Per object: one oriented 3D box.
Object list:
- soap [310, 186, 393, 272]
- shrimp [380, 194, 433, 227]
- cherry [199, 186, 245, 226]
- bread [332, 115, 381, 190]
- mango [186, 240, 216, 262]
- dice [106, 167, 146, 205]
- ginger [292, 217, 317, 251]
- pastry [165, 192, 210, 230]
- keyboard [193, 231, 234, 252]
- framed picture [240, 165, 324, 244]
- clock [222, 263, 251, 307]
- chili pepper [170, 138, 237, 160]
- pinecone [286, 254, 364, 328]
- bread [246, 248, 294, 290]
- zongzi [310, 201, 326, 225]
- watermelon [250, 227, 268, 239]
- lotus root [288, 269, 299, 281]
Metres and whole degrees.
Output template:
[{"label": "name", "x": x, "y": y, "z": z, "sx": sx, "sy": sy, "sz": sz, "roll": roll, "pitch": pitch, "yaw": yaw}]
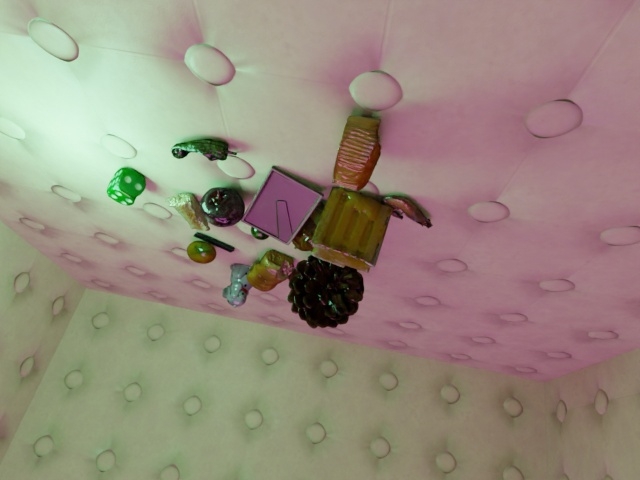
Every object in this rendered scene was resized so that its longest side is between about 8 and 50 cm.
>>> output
[{"label": "soap", "x": 0.122, "y": -0.043, "z": 1.681, "sx": 0.259, "sy": 0.281, "sz": 0.143, "roll": 19, "pitch": 150, "yaw": 6}, {"label": "shrimp", "x": 0.346, "y": -0.111, "z": 1.741, "sx": 0.251, "sy": 0.052, "sz": 0.144, "roll": 35, "pitch": 157, "yaw": -23}, {"label": "cherry", "x": -0.415, "y": -0.141, "z": 1.873, "sx": 0.195, "sy": 0.195, "sz": 0.195, "roll": 10, "pitch": 153, "yaw": 5}, {"label": "bread", "x": 0.120, "y": -0.272, "z": 1.386, "sx": 0.133, "sy": 0.179, "sz": 0.250, "roll": 20, "pitch": 144, "yaw": 5}, {"label": "mango", "x": -0.652, "y": 0.066, "z": 2.402, "sx": 0.152, "sy": 0.120, "sz": 0.221, "roll": 30, "pitch": 163, "yaw": -36}, {"label": "dice", "x": -0.863, "y": -0.239, "z": 1.925, "sx": 0.128, "sy": 0.130, "sz": 0.120, "roll": -12, "pitch": 144, "yaw": 42}, {"label": "ginger", "x": -0.007, "y": -0.006, "z": 1.990, "sx": 0.358, "sy": 0.152, "sz": 0.274, "roll": 28, "pitch": 169, "yaw": -26}, {"label": "pastry", "x": -0.611, "y": -0.133, "z": 2.062, "sx": 0.122, "sy": 0.089, "sz": 0.258, "roll": 7, "pitch": 154, "yaw": 21}, {"label": "keyboard", "x": -0.587, "y": 0.010, "z": 2.400, "sx": 0.231, "sy": 0.023, "sz": 0.072, "roll": 26, "pitch": 157, "yaw": -24}, {"label": "framed picture", "x": -0.163, "y": -0.133, "z": 1.789, "sx": 0.241, "sy": 0.020, "sz": 0.324, "roll": 27, "pitch": 129, "yaw": -12}, {"label": "clock", "x": -0.495, "y": 0.289, "z": 2.646, "sx": 0.189, "sy": 0.253, "sz": 0.189, "roll": 14, "pitch": 155, "yaw": 7}, {"label": "chili pepper", "x": -0.444, "y": -0.339, "z": 1.627, "sx": 0.257, "sy": 0.074, "sz": 0.100, "roll": 9, "pitch": 156, "yaw": 18}, {"label": "pinecone", "x": 0.027, "y": 0.247, "z": 2.175, "sx": 0.398, "sy": 0.397, "sz": 0.397, "roll": 10, "pitch": 153, "yaw": 5}, {"label": "bread", "x": -0.294, "y": 0.181, "z": 2.455, "sx": 0.195, "sy": 0.148, "sz": 0.344, "roll": 22, "pitch": 151, "yaw": -18}, {"label": "zongzi", "x": 0.061, "y": -0.124, "z": 1.836, "sx": 0.205, "sy": 0.204, "sz": 0.094, "roll": 52, "pitch": 169, "yaw": 10}, {"label": "watermelon", "x": -0.279, "y": -0.051, "z": 2.069, "sx": 0.109, "sy": 0.108, "sz": 0.109, "roll": 10, "pitch": 153, "yaw": 5}, {"label": "lotus root", "x": -0.112, "y": 0.225, "z": 2.528, "sx": 0.160, "sy": 0.095, "sz": 0.135, "roll": 7, "pitch": 149, "yaw": 0}]
